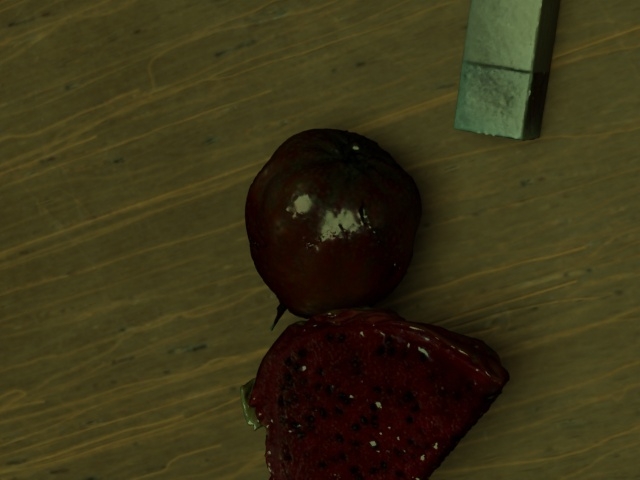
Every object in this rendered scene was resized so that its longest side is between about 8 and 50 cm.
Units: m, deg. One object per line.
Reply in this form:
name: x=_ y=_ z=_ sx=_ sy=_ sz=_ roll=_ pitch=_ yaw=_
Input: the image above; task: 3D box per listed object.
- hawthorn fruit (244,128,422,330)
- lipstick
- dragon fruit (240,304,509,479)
hawthorn fruit: x=0.000 y=0.000 z=1.893 sx=0.181 sy=0.181 sz=0.235 roll=39 pitch=127 yaw=13
lipstick: x=0.199 y=-0.287 z=1.832 sx=0.076 sy=0.080 sz=0.371 roll=11 pitch=98 yaw=20
dragon fruit: x=0.050 y=0.150 z=1.879 sx=0.205 sy=0.152 sz=0.317 roll=42 pitch=123 yaw=5
